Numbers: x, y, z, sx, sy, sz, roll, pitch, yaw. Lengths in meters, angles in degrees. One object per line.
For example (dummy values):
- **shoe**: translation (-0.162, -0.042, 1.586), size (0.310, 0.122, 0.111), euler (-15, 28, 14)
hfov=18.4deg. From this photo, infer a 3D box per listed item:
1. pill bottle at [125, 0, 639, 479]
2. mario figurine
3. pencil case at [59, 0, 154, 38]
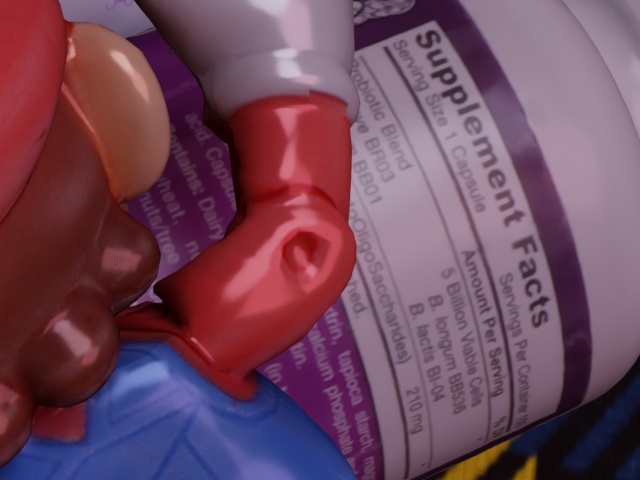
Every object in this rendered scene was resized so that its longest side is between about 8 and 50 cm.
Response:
- **pill bottle**: translation (0.000, 0.000, 0.634), size (0.301, 0.169, 0.169), euler (-23, 105, -14)
- **mario figurine**: translation (-0.056, 0.042, 0.492), size (0.320, 0.170, 0.198), euler (55, 45, -19)
- **pencil case**: translation (-0.045, -0.100, 0.729), size (0.273, 0.113, 0.124), euler (0, 72, -46)
